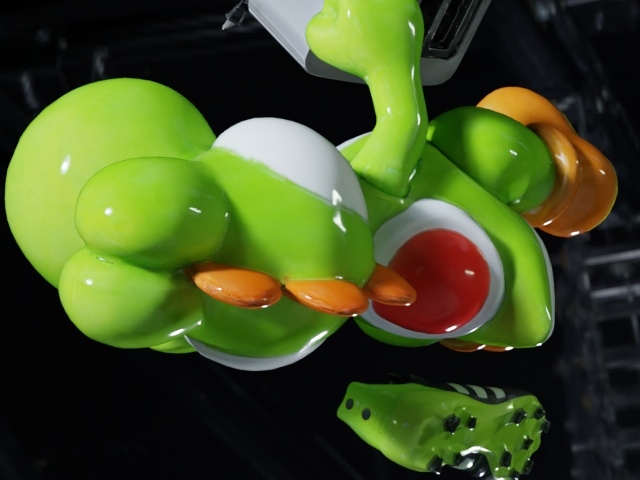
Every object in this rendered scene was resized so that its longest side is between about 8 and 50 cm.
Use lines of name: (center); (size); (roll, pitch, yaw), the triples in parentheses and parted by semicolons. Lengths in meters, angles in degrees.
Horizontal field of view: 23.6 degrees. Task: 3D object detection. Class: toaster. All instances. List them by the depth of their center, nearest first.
toaster: (0.043, -0.215, 1.231); (0.168, 0.110, 0.185); (1, -53, -37)

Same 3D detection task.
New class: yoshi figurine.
yoshi figurine: (-0.015, -0.021, 0.799); (0.203, 0.203, 0.362); (-19, -10, 37)

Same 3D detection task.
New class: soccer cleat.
soccer cleat: (0.076, 0.103, 0.885); (0.072, 0.060, 0.179); (26, 5, 32)
